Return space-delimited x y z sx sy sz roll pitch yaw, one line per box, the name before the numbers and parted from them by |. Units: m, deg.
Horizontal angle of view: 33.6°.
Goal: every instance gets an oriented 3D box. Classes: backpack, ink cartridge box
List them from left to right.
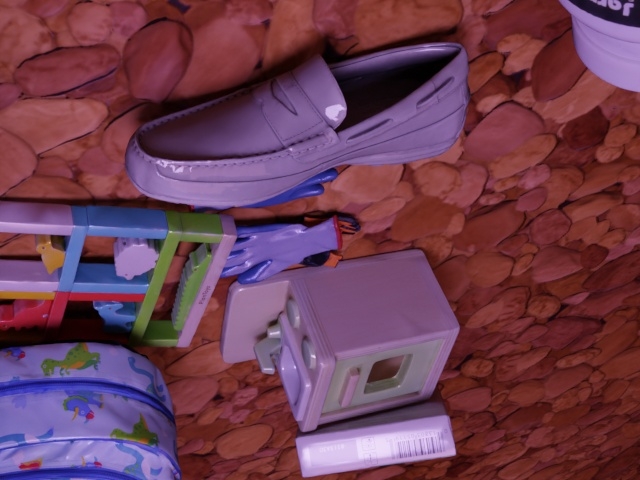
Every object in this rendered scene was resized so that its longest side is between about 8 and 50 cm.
backpack | -0.318 0.227 1.070 0.355 0.273 0.290 -21 142 -11
ink cartridge box | 0.066 0.226 1.307 0.180 0.056 0.224 -9 -178 3

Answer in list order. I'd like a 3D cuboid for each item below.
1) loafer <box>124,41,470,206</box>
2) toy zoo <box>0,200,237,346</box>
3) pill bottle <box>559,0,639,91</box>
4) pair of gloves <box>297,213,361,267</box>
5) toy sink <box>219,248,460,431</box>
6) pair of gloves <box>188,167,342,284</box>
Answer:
loafer | -0.015 -0.111 0.921 0.319 0.112 0.111 -16 140 -23
toy zoo | -0.247 0.039 1.031 0.293 0.030 0.192 2 139 -24
pill bottle | 0.258 -0.270 0.785 0.187 0.188 0.334 -22 144 -1
pair of gloves | 0.000 0.000 1.147 0.074 0.010 0.083 7 136 -27
toy sink | 0.018 0.121 1.210 0.234 0.131 0.153 -9 142 -19
pair of gloves | -0.054 -0.030 1.068 0.159 0.023 0.198 -14 139 -7
